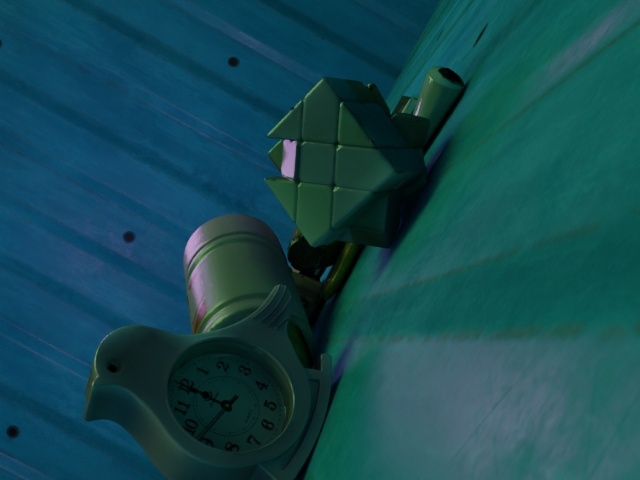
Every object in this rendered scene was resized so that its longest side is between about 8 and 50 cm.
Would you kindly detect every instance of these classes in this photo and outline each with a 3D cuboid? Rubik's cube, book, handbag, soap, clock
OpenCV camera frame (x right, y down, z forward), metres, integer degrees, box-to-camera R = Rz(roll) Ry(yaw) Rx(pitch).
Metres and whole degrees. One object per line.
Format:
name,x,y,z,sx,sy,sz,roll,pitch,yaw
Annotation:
Rubik's cube,0.057,-0.115,1.138,0.224,0.265,0.213,-40,-13,26
book,0.188,-0.291,2.124,0.264,0.031,0.379,-60,3,12
handbag,-0.111,0.136,1.651,0.251,0.193,0.190,138,157,-83
soap,0.046,0.041,1.444,0.168,0.033,0.089,-62,4,-5
clock,-0.120,0.162,0.932,0.290,0.275,0.080,-60,-3,-47

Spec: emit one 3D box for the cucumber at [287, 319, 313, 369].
cucumber,-0.071,0.223,1.209,0.086,0.115,0.193,-8,-44,-55

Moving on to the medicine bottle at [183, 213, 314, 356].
medicine bottle,-0.139,0.111,1.361,0.202,0.202,0.316,-60,26,22

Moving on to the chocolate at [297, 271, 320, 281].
chocolate,-0.100,0.177,1.899,0.148,0.126,0.343,1,-48,-47

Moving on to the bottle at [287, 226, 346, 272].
bottle,0.000,0.000,1.517,0.112,0.112,0.260,-60,-6,18

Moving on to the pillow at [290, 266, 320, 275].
pillow,-0.060,0.109,2.125,0.280,0.076,0.274,-60,5,25

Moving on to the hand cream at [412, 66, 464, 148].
hand cream,0.167,-0.165,1.345,0.109,0.067,0.320,-67,-1,-51
